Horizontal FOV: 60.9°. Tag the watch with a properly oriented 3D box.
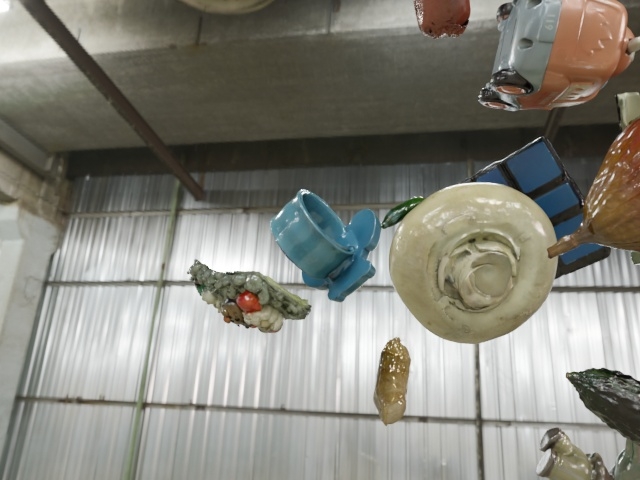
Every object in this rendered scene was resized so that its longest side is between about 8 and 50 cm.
[{"bbox_3d":[0.000,0.000,1.089,0.193,0.211,0.210,35,-35,-32],"label":"watch"}]

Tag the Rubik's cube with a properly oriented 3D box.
[{"bbox_3d":[0.465,-0.044,1.260,0.283,0.289,0.293,-32,-6,26],"label":"Rubik's cube"}]

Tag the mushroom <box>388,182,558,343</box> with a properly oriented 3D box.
[{"bbox_3d":[0.222,0.036,0.794,0.245,0.246,0.202,0,11,8],"label":"mushroom"}]

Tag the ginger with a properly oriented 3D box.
[{"bbox_3d":[0.150,0.298,1.141,0.068,0.190,0.095,10,-33,6],"label":"ginger"}]

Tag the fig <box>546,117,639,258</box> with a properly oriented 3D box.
[{"bbox_3d":[0.263,-0.045,0.442,0.152,0.119,0.119,-9,-21,4],"label":"fig"}]

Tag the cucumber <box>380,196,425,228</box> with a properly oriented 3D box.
[{"bbox_3d":[0.183,-0.064,1.211,0.155,0.037,0.037,-31,-3,-29],"label":"cucumber"}]

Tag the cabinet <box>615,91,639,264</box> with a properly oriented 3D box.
[{"bbox_3d":[0.656,-0.136,0.845,0.227,0.318,0.290,-1,-9,-2],"label":"cabinet"}]

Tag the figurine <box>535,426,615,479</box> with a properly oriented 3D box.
[{"bbox_3d":[0.672,0.553,1.202,0.380,0.203,0.248,24,11,10],"label":"figurine"}]

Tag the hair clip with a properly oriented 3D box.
[{"bbox_3d":[-0.150,0.106,0.966,0.138,0.091,0.321,37,-19,-28],"label":"hair clip"}]

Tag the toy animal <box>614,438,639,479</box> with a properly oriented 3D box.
[{"bbox_3d":[0.566,0.414,0.945,0.251,0.125,0.127,53,-29,-18],"label":"toy animal"}]

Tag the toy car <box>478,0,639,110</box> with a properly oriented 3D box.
[{"bbox_3d":[0.399,-0.315,0.919,0.212,0.181,0.270,12,4,7],"label":"toy car"}]

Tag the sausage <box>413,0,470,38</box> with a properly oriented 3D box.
[{"bbox_3d":[0.160,-0.340,0.724,0.076,0.141,0.076,-11,20,4],"label":"sausage"}]

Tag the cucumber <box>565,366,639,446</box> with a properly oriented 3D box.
[{"bbox_3d":[0.396,0.222,0.564,0.300,0.072,0.072,37,-15,14],"label":"cucumber"}]
